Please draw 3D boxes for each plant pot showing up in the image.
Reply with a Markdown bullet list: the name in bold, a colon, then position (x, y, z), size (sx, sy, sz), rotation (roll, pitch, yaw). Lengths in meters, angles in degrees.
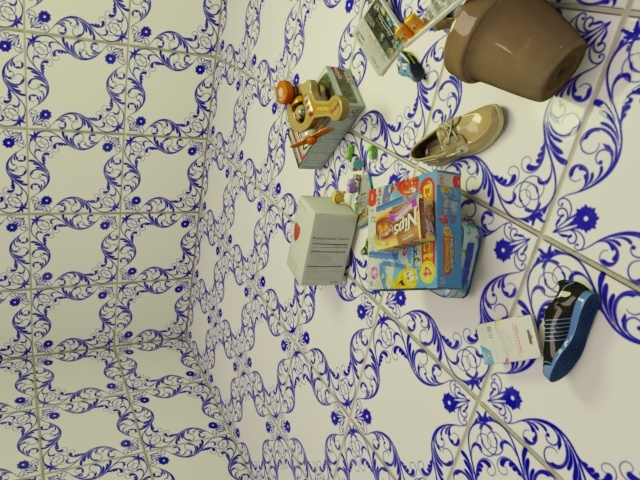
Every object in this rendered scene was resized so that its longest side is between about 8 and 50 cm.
- **plant pot**: position (0.445, -0.428, 1.213), size (0.229, 0.263, 0.263), rotation (46, 133, 25)

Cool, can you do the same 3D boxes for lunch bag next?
- **lunch bag**: position (0.354, 0.045, 1.515), size (0.176, 0.090, 0.219), rotation (28, 112, 59)

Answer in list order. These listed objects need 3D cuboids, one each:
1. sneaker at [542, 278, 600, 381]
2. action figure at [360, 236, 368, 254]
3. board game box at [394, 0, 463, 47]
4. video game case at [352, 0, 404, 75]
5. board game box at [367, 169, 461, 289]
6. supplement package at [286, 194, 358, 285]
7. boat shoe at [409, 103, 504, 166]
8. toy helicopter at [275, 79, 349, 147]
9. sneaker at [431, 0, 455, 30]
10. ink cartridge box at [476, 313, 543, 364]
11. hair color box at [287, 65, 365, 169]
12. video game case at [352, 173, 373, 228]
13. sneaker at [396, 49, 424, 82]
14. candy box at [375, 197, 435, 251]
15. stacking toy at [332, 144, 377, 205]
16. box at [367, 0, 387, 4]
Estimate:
- **sneaker**: position (0.539, 0.199, 1.225), size (0.090, 0.081, 0.232), rotation (42, 120, 55)
- **action figure**: position (0.198, 0.001, 1.829), size (0.232, 0.063, 0.137), rotation (-47, 56, 56)
- **board game box**: position (0.370, -0.656, 1.234), size (0.390, 0.050, 0.390), rotation (-57, 16, -27)
- **video game case**: position (0.193, -0.667, 1.783), size (0.190, 0.022, 0.173), rotation (63, 145, 15)
- **board game box**: position (0.253, -0.014, 1.523), size (0.302, 0.086, 0.308), rotation (-12, 75, 59)
- **supplement package**: position (0.000, 0.000, 2.041), size (0.177, 0.175, 0.293), rotation (-129, 45, -56)
- **boat shoe**: position (0.360, -0.277, 1.478), size (0.302, 0.098, 0.109), rotation (-23, 72, 59)
- **toy helicopter**: position (-0.018, -0.433, 1.879), size (0.355, 0.140, 0.235), rotation (18, 110, 55)
- **sneaker**: position (0.346, -0.687, 1.529), size (0.071, 0.066, 0.188), rotation (0, 97, 44)
- **ink cartridge box**: position (0.477, 0.243, 1.346), size (0.181, 0.062, 0.104), rotation (-30, 66, 58)
- **hair color box**: position (0.010, -0.453, 2.069), size (0.374, 0.114, 0.185), rotation (-50, 50, 49)
- **video game case**: position (0.155, -0.137, 1.935), size (0.119, 0.015, 0.166), rotation (-28, 68, 57)
- **sneaker**: position (0.271, -0.520, 1.668), size (0.059, 0.053, 0.144), rotation (119, 146, -42)
- **candy box**: position (0.220, -0.037, 1.445), size (0.187, 0.053, 0.109), rotation (-19, 69, 59)
- **stacking toy**: position (0.117, -0.231, 1.928), size (0.167, 0.052, 0.221), rotation (18, 97, 60)
- **box**: position (0.203, -0.894, 1.766), size (0.233, 0.044, 0.159), rotation (-62, 41, 42)
